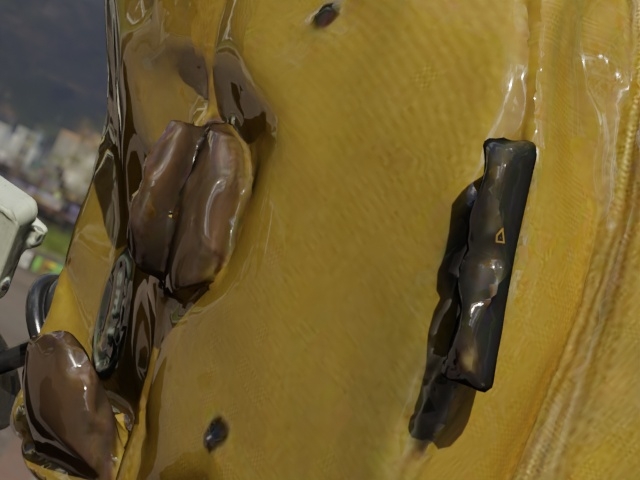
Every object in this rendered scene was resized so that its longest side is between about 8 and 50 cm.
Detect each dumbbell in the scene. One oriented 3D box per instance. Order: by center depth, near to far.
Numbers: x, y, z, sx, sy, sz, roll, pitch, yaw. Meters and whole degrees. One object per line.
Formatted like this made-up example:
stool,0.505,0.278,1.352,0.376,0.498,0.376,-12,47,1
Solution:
dumbbell,-0.220,0.084,1.209,0.208,0.099,0.099,-21,-22,18

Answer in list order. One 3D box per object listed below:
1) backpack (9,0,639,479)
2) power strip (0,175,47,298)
backpack,0.006,-0.001,0.634,0.201,0.353,0.378,13,-5,-28
power strip,-0.257,-0.036,0.995,0.192,0.081,0.035,33,32,9
